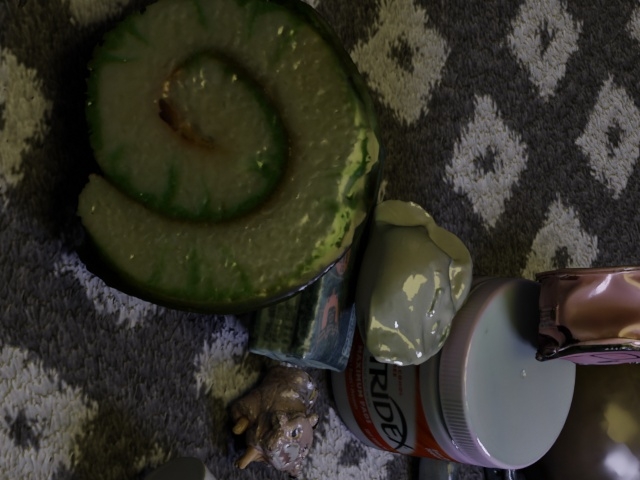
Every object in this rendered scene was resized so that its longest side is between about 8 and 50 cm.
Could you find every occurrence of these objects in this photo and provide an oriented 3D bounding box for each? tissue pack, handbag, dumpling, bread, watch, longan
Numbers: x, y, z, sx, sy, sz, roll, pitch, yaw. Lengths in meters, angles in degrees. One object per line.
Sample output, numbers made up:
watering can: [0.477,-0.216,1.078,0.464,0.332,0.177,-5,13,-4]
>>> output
tissue pack: [0.000,0.000,1.859,0.228,0.103,0.316,38,61,-75]
handbag: [0.363,0.096,1.899,0.205,0.179,0.116,9,77,-52]
dumpling: [0.116,0.059,1.846,0.151,0.124,0.229,21,63,-18]
bread: [-0.120,-0.095,1.683,0.382,0.129,0.366,-40,90,-8]
watch: [0.217,0.353,2.177,0.193,0.068,0.206,-10,102,-49]
longan: [0.414,0.287,2.232,0.350,0.288,0.288,51,57,-38]

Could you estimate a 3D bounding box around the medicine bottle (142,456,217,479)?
medicine bottle: [-0.121,0.376,1.772,0.147,0.147,0.247,-51,124,-32]

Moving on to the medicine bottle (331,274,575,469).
medicine bottle: [0.176,0.169,2.002,0.252,0.241,0.252,0,91,-47]

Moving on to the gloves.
gloves: [-0.051,0.226,1.881,0.110,0.094,0.144,38,57,-52]
